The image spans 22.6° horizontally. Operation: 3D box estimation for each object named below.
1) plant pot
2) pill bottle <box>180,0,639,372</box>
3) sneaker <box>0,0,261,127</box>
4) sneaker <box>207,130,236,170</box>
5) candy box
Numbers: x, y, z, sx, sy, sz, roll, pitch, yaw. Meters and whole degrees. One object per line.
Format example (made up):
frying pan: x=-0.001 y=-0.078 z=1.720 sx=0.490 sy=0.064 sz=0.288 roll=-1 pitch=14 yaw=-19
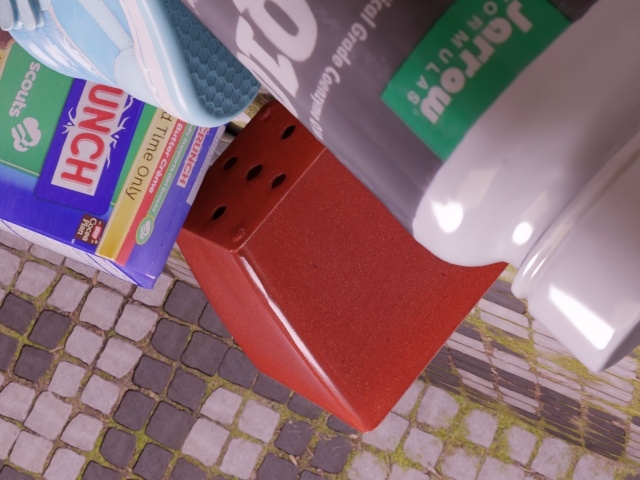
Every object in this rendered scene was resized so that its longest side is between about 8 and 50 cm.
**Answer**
plant pot: x=0.000 y=0.000 z=1.706 sx=0.236 sy=0.267 sz=0.267 roll=46 pitch=168 yaw=-28
pill bottle: x=0.076 y=-0.117 z=0.840 sx=0.361 sy=0.204 sz=0.204 roll=45 pitch=174 yaw=15
sneaker: x=-0.171 y=-0.229 z=1.107 sx=0.208 sy=0.127 sz=0.319 roll=15 pitch=132 yaw=38
sneaker: x=-0.164 y=-0.110 z=1.955 sx=0.297 sy=0.111 sz=0.129 roll=31 pitch=173 yaw=-24
candy box: x=-0.267 y=-0.134 z=1.631 sx=0.317 sy=0.268 sz=0.122 roll=20 pitch=172 yaw=19
